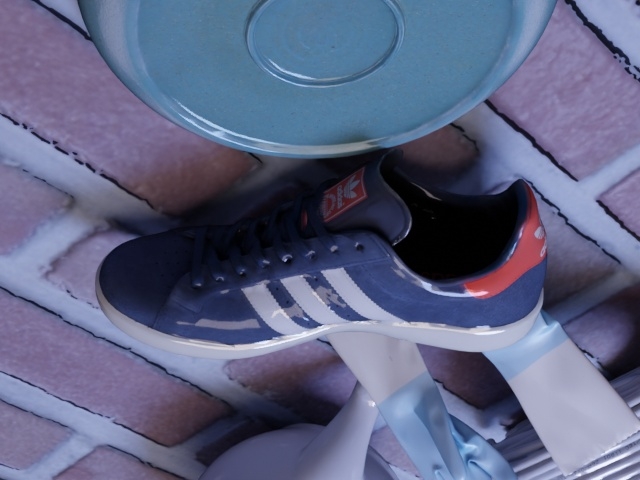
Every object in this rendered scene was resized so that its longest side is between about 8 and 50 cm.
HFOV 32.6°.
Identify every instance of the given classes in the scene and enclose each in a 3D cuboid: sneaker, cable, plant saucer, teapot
[{"bbox_3d":[0.000,0.000,0.830,0.350,0.131,0.148,-2,137,-2],"label":"sneaker"},{"bbox_3d":[0.266,0.190,1.031,0.257,0.089,0.257,-30,170,17],"label":"cable"},{"bbox_3d":[0.002,-0.145,0.705,0.318,0.043,0.317,-3,147,-2],"label":"plant saucer"},{"bbox_3d":[-0.005,0.276,1.104,0.256,0.187,0.252,-10,124,42],"label":"teapot"}]

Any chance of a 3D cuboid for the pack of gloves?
[{"bbox_3d":[0.121,0.116,0.926,0.195,0.232,0.046,-40,168,27],"label":"pack of gloves"}]
